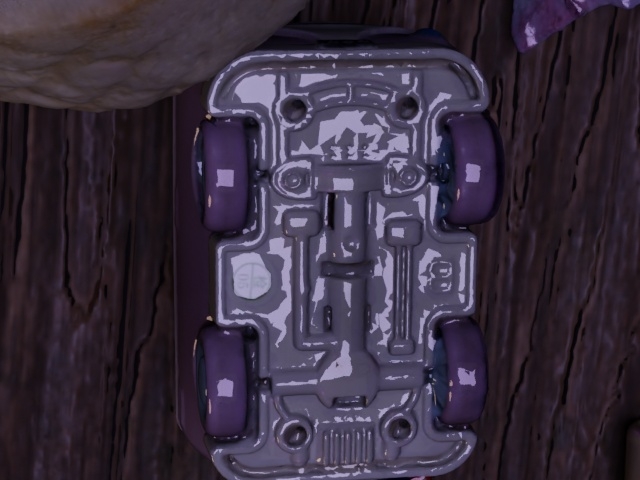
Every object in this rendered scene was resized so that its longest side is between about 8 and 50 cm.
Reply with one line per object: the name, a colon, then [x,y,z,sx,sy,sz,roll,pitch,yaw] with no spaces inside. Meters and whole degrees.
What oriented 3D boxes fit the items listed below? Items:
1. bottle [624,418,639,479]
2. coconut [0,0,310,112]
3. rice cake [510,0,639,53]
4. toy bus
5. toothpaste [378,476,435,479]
bottle: [0.183,0.145,0.891,0.045,0.045,0.096,-1,104,-9]
coconut: [-0.101,-0.202,0.619,0.329,0.329,0.328,-2,102,-9]
rice cake: [0.055,-0.217,0.787,0.081,0.051,0.290,-38,105,-1]
toy bus: [0.000,0.000,0.778,0.142,0.142,0.202,-1,103,-9]
toothpaste: [-0.078,0.206,0.844,0.320,0.076,0.066,-29,105,-3]
